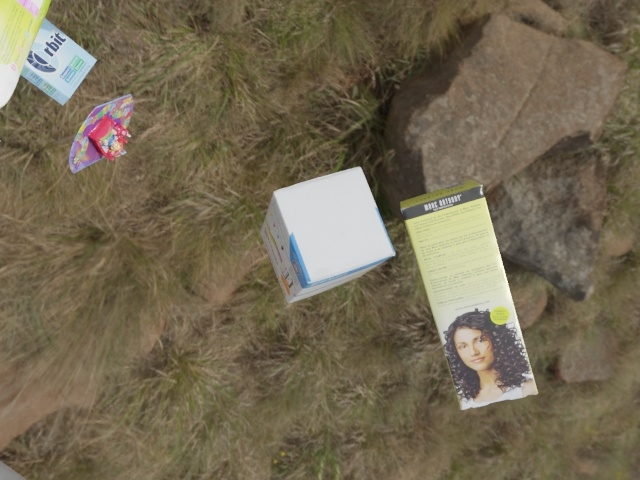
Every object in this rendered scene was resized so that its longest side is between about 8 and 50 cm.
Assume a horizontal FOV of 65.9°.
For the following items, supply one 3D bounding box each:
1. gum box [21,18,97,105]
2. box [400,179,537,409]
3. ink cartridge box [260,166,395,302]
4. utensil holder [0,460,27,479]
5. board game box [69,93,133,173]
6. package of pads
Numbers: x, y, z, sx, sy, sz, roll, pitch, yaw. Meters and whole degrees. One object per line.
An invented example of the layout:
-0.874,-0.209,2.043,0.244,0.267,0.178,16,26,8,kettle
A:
-0.636,-0.429,1.135,0.041,0.157,0.184,-24,131,36,gum box
0.158,0.059,0.531,0.087,0.058,0.233,-18,98,12,box
0.000,0.000,0.928,0.168,0.172,0.233,-18,169,-17,ink cartridge box
-0.724,0.502,0.865,0.328,0.385,0.328,-49,150,-42,utensil holder
-0.363,-0.178,0.854,0.033,0.169,0.133,32,120,-5,board game box
-0.474,-0.266,0.655,0.229,0.297,0.101,-17,148,29,package of pads
